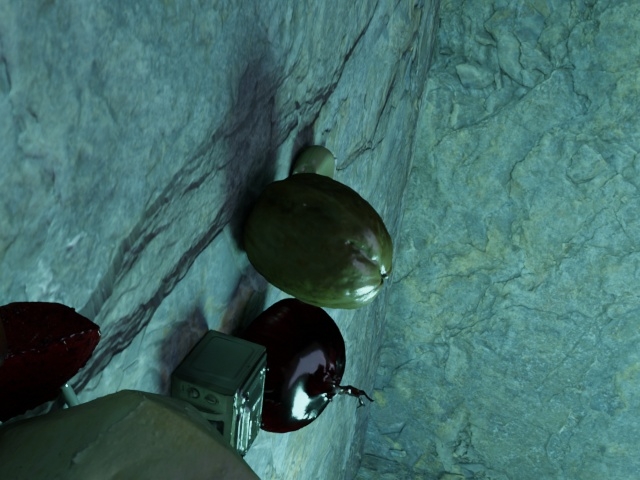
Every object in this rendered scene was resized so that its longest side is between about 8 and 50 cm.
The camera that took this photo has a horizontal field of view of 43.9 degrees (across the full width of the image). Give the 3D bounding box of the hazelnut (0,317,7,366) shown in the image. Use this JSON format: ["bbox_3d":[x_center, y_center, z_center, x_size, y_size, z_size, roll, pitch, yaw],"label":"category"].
[{"bbox_3d":[-0.323,0.076,0.535,0.204,0.178,0.178,-27,138,-31],"label":"hazelnut"}]

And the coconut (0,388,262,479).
[{"bbox_3d":[-0.223,0.328,0.795,0.415,0.415,0.344,-57,134,-49],"label":"coconut"}]

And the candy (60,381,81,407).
[{"bbox_3d":[-0.284,0.303,1.075,0.124,0.124,0.365,-61,152,-42],"label":"candy"}]

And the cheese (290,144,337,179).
[{"bbox_3d":[-0.003,-0.142,1.701,0.227,0.064,0.137,-41,146,-67],"label":"cheese"}]

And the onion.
[{"bbox_3d":[-0.041,0.259,1.577,0.273,0.285,0.273,-25,124,-45],"label":"onion"}]

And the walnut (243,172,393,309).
[{"bbox_3d":[0.000,0.000,1.437,0.227,0.283,0.283,-54,157,-26],"label":"walnut"}]

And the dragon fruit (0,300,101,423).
[{"bbox_3d":[-0.311,0.121,0.790,0.162,0.083,0.106,-24,143,-39],"label":"dragon fruit"}]

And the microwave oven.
[{"bbox_3d":[-0.171,0.288,1.381,0.163,0.129,0.205,-52,154,-54],"label":"microwave oven"}]
